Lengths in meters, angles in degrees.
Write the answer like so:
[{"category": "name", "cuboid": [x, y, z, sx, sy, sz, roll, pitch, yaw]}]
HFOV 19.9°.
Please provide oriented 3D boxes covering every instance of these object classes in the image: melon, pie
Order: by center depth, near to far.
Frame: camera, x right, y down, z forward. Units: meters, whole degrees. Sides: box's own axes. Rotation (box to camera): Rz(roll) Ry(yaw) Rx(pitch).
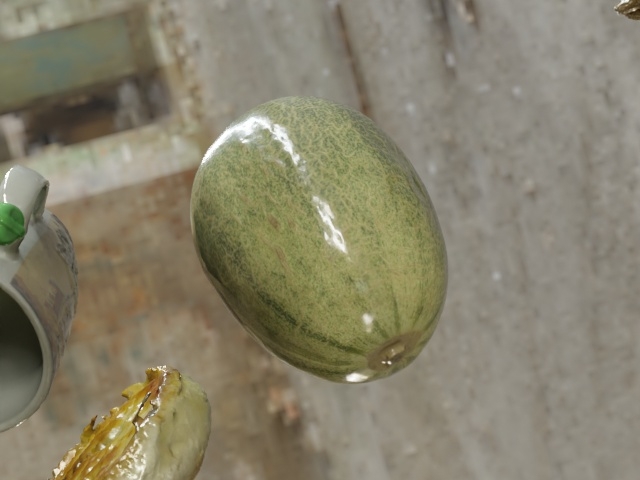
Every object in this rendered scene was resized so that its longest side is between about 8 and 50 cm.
[{"category": "pie", "cuboid": [-0.215, 0.248, 1.752, 0.092, 0.315, 0.315, 43, 175, -9]}, {"category": "melon", "cuboid": [0.000, 0.000, 1.857, 0.248, 0.248, 0.329, 85, 161, -49]}]

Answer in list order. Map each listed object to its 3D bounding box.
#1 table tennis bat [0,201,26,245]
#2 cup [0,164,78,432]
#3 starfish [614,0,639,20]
[{"category": "table tennis bat", "cuboid": [-0.374, -0.033, 1.723, 0.257, 0.039, 0.160, 12, 158, 38]}, {"category": "cup", "cuboid": [-0.370, 0.029, 2.054, 0.257, 0.227, 0.301, -76, 10, -60]}, {"category": "starfish", "cuboid": [0.433, -0.307, 2.272, 0.227, 0.240, 0.043, -4, 74, 49]}]
